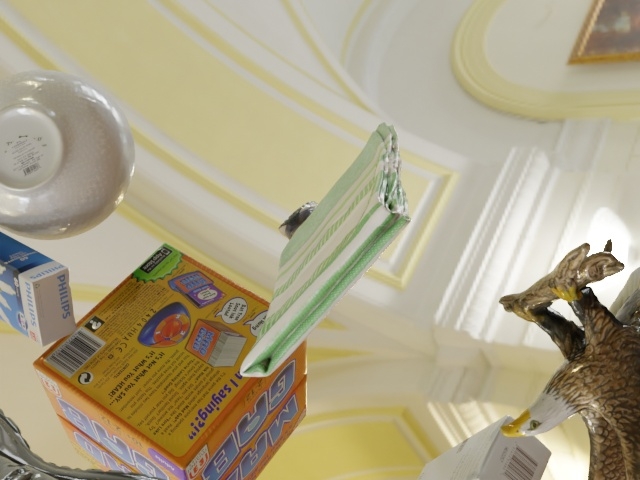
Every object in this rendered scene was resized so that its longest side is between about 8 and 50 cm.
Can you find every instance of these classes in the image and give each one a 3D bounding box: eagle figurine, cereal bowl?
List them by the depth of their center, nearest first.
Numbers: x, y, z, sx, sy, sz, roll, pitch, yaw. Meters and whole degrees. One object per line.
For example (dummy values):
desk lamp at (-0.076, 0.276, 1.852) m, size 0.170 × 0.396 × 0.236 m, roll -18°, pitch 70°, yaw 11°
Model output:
eagle figurine at (0.285, 0.164, 0.734) m, size 0.226 × 0.225 × 0.298 m, roll -2°, pitch -119°, yaw -62°
cereal bowl at (-0.538, -0.169, 1.449) m, size 0.141 × 0.338 × 0.339 m, roll 32°, pitch -117°, yaw -85°

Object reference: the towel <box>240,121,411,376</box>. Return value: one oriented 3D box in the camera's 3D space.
towel at (0.008, -0.001, 0.859) m, size 0.038 × 0.248 × 0.325 m, roll 36°, pitch -160°, yaw -11°

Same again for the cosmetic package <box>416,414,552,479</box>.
cosmetic package at (0.204, 0.341, 1.043) m, size 0.085 × 0.231 × 0.117 m, roll 41°, pitch -131°, yaw 2°

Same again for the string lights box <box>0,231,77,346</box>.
string lights box at (-0.557, 0.079, 1.387) m, size 0.076 × 0.259 × 0.133 m, roll -26°, pitch -54°, yaw -44°

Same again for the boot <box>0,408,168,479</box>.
boot at (-0.124, 0.159, 0.308) m, size 0.246 × 0.161 × 0.083 m, roll 34°, pitch -76°, yaw -18°

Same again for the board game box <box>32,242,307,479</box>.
board game box at (-0.270, 0.300, 1.504) m, size 0.356 × 0.356 × 0.356 m, roll -47°, pitch -26°, yaw -34°

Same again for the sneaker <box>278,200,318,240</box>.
sneaker at (0.000, 0.000, 1.800) m, size 0.110 × 0.122 × 0.283 m, roll -41°, pitch -23°, yaw 5°
